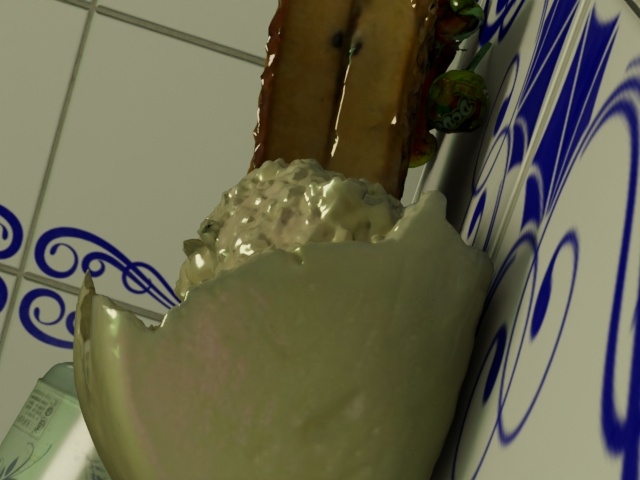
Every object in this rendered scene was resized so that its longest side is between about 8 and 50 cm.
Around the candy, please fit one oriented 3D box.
[{"bbox_3d":[0.087,-0.095,0.926,0.123,0.035,0.035,-60,-28,-62],"label":"candy"}]

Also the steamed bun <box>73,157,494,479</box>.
[{"bbox_3d":[-0.024,0.043,0.687,0.225,0.170,0.200,120,172,-76],"label":"steamed bun"}]

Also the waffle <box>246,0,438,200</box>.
[{"bbox_3d":[0.001,0.000,0.926,0.213,0.091,0.308,48,-127,-85],"label":"waffle"}]

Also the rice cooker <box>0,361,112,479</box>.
[{"bbox_3d":[-0.172,0.258,1.283,0.317,0.264,0.317,-52,15,20],"label":"rice cooker"}]

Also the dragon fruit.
[{"bbox_3d":[0.040,-0.118,1.123,0.138,0.142,0.175,-29,-6,-39],"label":"dragon fruit"}]
